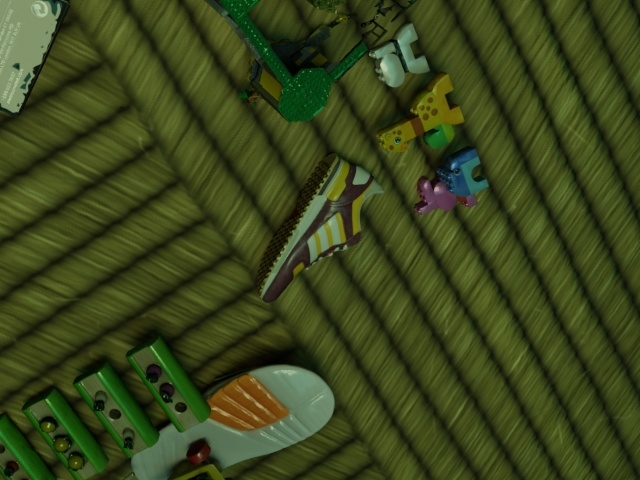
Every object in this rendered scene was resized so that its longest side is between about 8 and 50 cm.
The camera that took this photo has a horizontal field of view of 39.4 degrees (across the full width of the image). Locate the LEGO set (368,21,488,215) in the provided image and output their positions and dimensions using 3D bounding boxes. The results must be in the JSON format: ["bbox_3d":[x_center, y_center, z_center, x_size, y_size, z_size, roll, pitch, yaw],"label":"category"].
[{"bbox_3d":[0.107,-0.111,0.980,0.093,0.087,0.227,-27,112,-6],"label":"LEGO set"}]

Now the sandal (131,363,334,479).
[{"bbox_3d":[-0.106,0.204,1.039,0.265,0.076,0.102,-28,105,17],"label":"sandal"}]

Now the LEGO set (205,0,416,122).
[{"bbox_3d":[-0.018,-0.302,0.865,0.331,0.192,0.255,-48,143,7],"label":"LEGO set"}]

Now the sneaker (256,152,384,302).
[{"bbox_3d":[0.000,0.000,0.996,0.083,0.069,0.186,29,99,-17],"label":"sneaker"}]

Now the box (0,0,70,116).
[{"bbox_3d":[-0.311,-0.202,0.737,0.184,0.261,0.103,25,100,-21],"label":"box"}]

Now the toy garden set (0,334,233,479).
[{"bbox_3d":[-0.230,0.246,0.985,0.244,0.049,0.204,-28,108,9],"label":"toy garden set"}]
